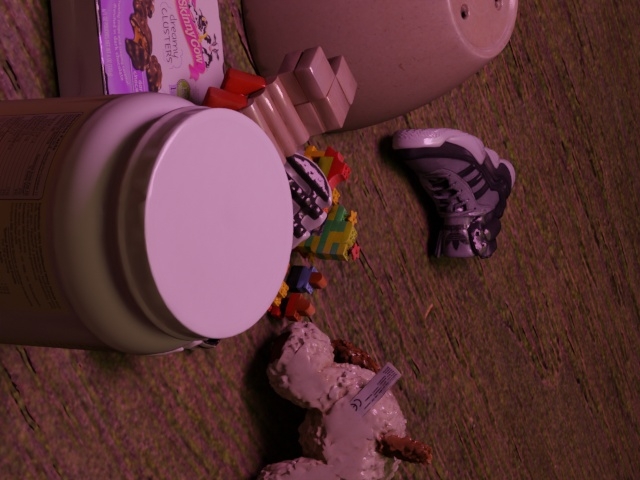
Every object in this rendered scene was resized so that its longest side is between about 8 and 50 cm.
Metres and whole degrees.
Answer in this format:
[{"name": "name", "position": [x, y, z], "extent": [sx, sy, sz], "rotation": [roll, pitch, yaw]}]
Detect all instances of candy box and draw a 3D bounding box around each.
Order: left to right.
[{"name": "candy box", "position": [-0.190, -0.214, 1.691], "extent": [0.196, 0.070, 0.165], "rotation": [-16, 103, -52]}]

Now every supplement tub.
[{"name": "supplement tub", "position": [-0.212, -0.016, 1.455], "extent": [0.235, 0.324, 0.235], "rotation": [-2, 92, -53]}]

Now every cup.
[{"name": "cup", "position": [0.097, -0.299, 1.938], "extent": [0.331, 0.237, 0.331], "rotation": [-1, 91, -53]}]

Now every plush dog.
[{"name": "plush dog", "position": [0.043, 0.234, 1.943], "extent": [0.225, 0.210, 0.262], "rotation": [14, 80, -79]}]

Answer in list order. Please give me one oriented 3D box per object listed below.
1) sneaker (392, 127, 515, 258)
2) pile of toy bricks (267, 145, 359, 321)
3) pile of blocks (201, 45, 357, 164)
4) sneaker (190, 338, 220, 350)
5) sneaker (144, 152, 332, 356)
[{"name": "sneaker", "position": [0.181, -0.057, 2.163], "extent": [0.268, 0.101, 0.153], "rotation": [23, 70, -54]}, {"name": "pile of toy bricks", "position": [0.000, 0.000, 1.910], "extent": [0.118, 0.105, 0.212], "rotation": [52, 49, -51]}, {"name": "pile of blocks", "position": [-0.123, -0.106, 1.691], "extent": [0.362, 0.149, 0.113], "rotation": [-41, 124, -20]}, {"name": "sneaker", "position": [-0.147, 0.081, 1.779], "extent": [0.109, 0.043, 0.040], "rotation": [54, 53, -36]}, {"name": "sneaker", "position": [-0.115, 0.022, 1.738], "extent": [0.292, 0.118, 0.110], "rotation": [-41, 103, -22]}]
